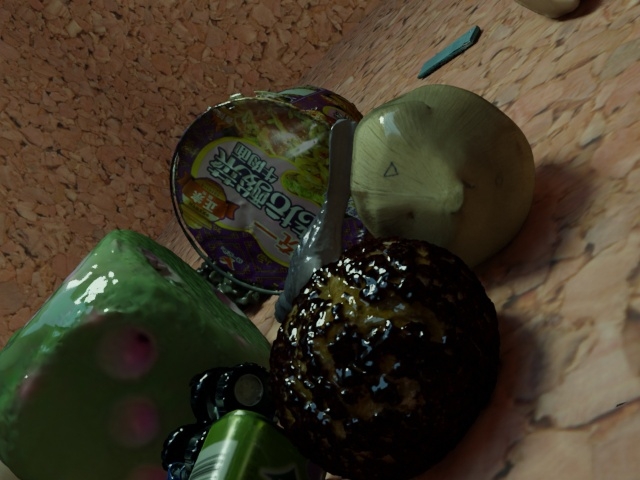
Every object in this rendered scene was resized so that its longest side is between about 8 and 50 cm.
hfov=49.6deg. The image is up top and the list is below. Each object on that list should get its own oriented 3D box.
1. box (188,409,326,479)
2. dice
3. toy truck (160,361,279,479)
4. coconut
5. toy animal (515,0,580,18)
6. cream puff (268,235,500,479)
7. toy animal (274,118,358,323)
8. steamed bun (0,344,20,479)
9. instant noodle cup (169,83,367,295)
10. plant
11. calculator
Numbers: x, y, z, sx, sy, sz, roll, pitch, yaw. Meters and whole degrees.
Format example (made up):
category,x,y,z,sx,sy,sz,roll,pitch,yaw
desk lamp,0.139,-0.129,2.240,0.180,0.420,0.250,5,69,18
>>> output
category,x,y,z,sx,sy,sz,roll,pitch,yaw
box,-0.089,0.319,0.598,0.097,0.134,0.345,-37,20,36
dice,-0.281,0.192,1.027,0.322,0.330,0.318,-48,18,-1
toy truck,-0.109,0.252,0.804,0.113,0.126,0.208,-22,39,56
coconut,0.129,-0.072,0.772,0.224,0.224,0.224,-44,17,17
toy animal,0.381,-0.491,1.089,0.256,0.195,0.213,-48,24,-6
cream puff,0.051,0.103,0.658,0.239,0.165,0.239,-44,20,21
toy animal,0.005,0.034,0.983,0.205,0.081,0.367,-116,40,-50
steamed bun,-0.518,0.345,1.338,0.334,0.334,0.374,-48,12,5
instant noodle cup,-0.047,-0.115,1.181,0.340,0.340,0.266,-40,9,30
plant,-0.170,0.064,1.375,0.129,0.132,0.194,-54,12,-6
calculator,0.268,-0.394,1.456,0.172,0.018,0.057,-26,27,54
